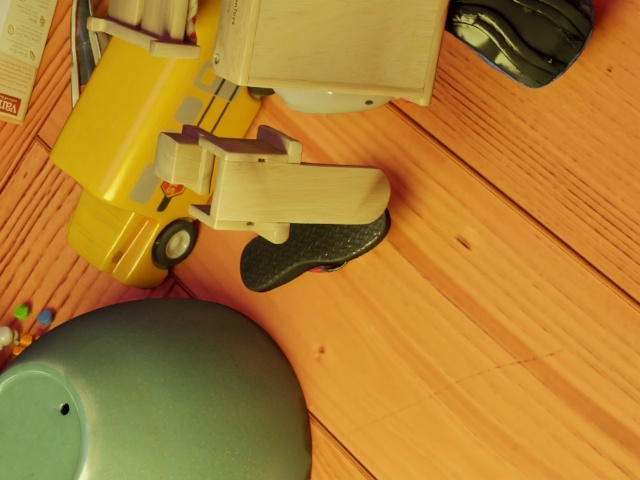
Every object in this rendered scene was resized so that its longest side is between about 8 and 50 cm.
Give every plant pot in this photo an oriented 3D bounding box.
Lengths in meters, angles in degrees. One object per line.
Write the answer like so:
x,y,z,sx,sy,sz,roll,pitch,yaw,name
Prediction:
-0.181,0.179,1.377,0.290,0.195,0.290,-8,75,33,plant pot

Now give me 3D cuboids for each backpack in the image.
0.158,-0.185,1.280,0.120,0.101,0.098,38,109,1,backpack

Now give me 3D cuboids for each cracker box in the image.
-0.345,-0.246,1.658,0.155,0.067,0.232,14,89,37,cracker box

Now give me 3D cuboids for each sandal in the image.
0.000,0.000,1.391,0.179,0.040,0.067,-24,61,44,sandal

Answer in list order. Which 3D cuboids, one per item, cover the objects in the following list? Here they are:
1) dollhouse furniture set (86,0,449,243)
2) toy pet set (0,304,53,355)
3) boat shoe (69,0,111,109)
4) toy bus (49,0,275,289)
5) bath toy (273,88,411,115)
-0.069,-0.192,1.322,0.355,0.173,0.303,30,114,55,dollhouse furniture set
-0.324,0.121,1.586,0.122,0.065,0.114,10,51,33,toy pet set
-0.222,-0.183,1.576,0.043,0.049,0.137,-2,72,-9,boat shoe
-0.131,-0.125,1.446,0.108,0.130,0.333,36,101,34,toy bus
0.067,-0.261,1.348,0.129,0.151,0.348,21,93,-1,bath toy
